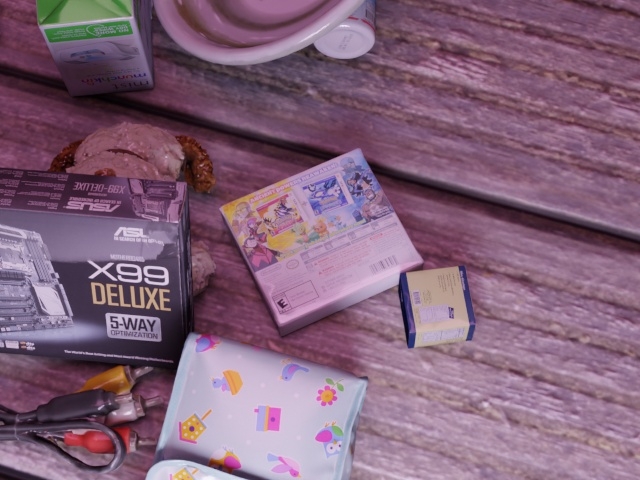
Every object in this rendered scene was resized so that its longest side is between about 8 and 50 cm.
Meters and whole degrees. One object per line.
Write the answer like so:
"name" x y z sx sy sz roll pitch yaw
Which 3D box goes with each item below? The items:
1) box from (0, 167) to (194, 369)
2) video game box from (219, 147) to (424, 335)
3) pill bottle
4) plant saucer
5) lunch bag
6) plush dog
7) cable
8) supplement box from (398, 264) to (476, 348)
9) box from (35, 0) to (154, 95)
"box" -0.304 0.033 1.491 0.307 0.242 0.076 5 43 2
"video game box" 0.000 0.000 1.634 0.205 0.048 0.187 -23 69 -10
"pill bottle" 0.034 -0.341 1.769 0.087 0.087 0.160 2 65 1
"plant saucer" -0.041 -0.397 1.722 0.400 0.100 0.400 -13 60 25
"lunch bag" -0.079 0.259 1.457 0.223 0.160 0.262 16 77 4
"plush dog" -0.256 -0.065 1.605 0.262 0.211 0.225 3 42 2
"cable" -0.333 0.230 1.535 0.287 0.072 0.139 -10 65 8
"supplement box" 0.145 0.083 1.588 0.083 0.056 0.083 -7 65 -3
"box" -0.297 -0.357 1.677 0.126 0.231 0.262 -6 75 -3
